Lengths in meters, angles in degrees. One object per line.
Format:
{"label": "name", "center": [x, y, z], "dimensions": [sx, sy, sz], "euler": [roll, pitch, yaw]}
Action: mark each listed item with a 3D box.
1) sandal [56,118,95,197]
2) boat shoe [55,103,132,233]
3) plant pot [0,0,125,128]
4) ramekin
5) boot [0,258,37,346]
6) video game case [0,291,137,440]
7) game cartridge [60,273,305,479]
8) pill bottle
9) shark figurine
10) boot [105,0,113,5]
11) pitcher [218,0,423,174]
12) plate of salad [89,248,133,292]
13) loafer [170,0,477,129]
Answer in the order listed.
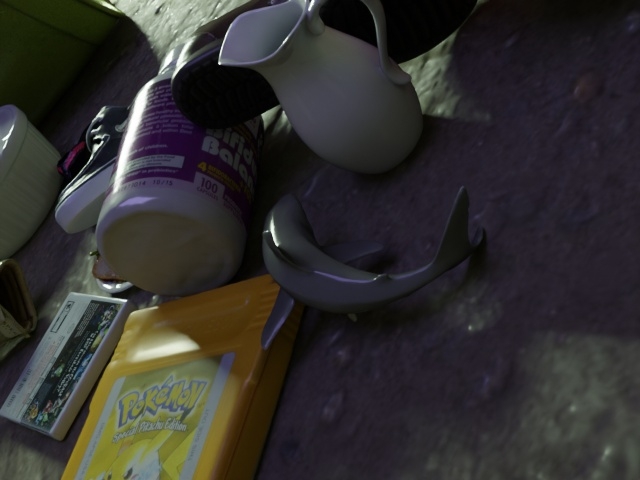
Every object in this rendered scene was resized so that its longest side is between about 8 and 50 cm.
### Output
{"label": "sandal", "center": [-0.397, -0.136, 1.788], "dimensions": [0.067, 0.040, 0.179], "euler": [-26, 40, 35]}
{"label": "boat shoe", "center": [-0.258, -0.128, 1.451], "dimensions": [0.301, 0.102, 0.108], "euler": [-49, -1, -34]}
{"label": "plant pot", "center": [-0.598, -0.342, 2.003], "dimensions": [0.353, 0.366, 0.366], "euler": [-61, 31, 7]}
{"label": "ramekin", "center": [-0.542, -0.080, 1.836], "dimensions": [0.273, 0.127, 0.273], "euler": [-32, 36, 27]}
{"label": "boot", "center": [-0.500, 0.167, 1.562], "dimensions": [0.203, 0.095, 0.262], "euler": [-21, 56, 20]}
{"label": "video game case", "center": [-0.326, 0.156, 1.422], "dimensions": [0.173, 0.022, 0.190], "euler": [2, 59, 53]}
{"label": "game cartridge", "center": [-0.160, 0.194, 1.142], "dimensions": [0.285, 0.052, 0.324], "euler": [-17, 46, 43]}
{"label": "pill bottle", "center": [-0.155, -0.096, 1.317], "dimensions": [0.169, 0.169, 0.302], "euler": [-28, 39, 33]}
{"label": "shark figurine", "center": [0.009, 0.016, 1.011], "dimensions": [0.278, 0.116, 0.166], "euler": [7, 59, 45]}
{"label": "boot", "center": [-0.454, -0.421, 2.161], "dimensions": [0.114, 0.037, 0.106], "euler": [-29, 40, 25]}
{"label": "pitcher", "center": [0.028, -0.166, 1.116], "dimensions": [0.177, 0.207, 0.125], "euler": [-19, 44, 40]}
{"label": "plate of salad", "center": [-0.238, -0.021, 1.464], "dimensions": [0.200, 0.048, 0.200], "euler": [-33, 35, 28]}
{"label": "loafer", "center": [-0.003, -0.255, 1.225], "dimensions": [0.365, 0.134, 0.130], "euler": [-21, 45, 3]}
